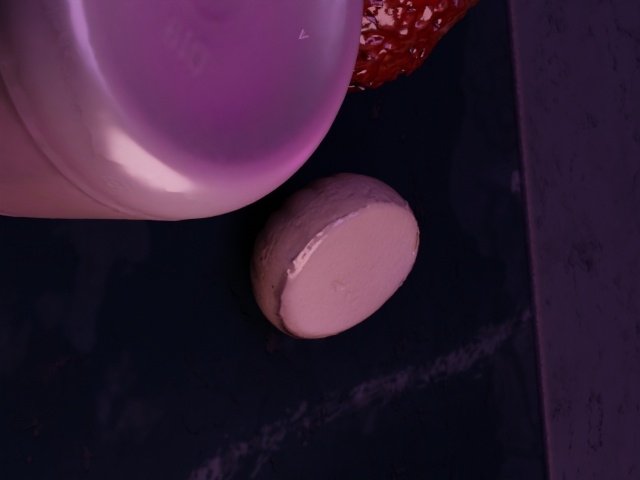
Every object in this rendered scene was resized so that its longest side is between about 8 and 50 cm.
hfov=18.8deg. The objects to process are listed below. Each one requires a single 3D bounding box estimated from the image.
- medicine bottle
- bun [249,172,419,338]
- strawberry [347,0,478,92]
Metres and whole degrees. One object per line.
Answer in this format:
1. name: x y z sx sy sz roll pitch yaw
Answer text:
1. medicine bottle: -0.166 -0.141 1.098 0.256 0.324 0.256 -4 96 -48
2. bun: 0.000 0.000 1.467 0.138 0.094 0.138 -26 143 -21
3. strawberry: 0.050 -0.248 1.418 0.274 0.220 0.274 1 89 -52
